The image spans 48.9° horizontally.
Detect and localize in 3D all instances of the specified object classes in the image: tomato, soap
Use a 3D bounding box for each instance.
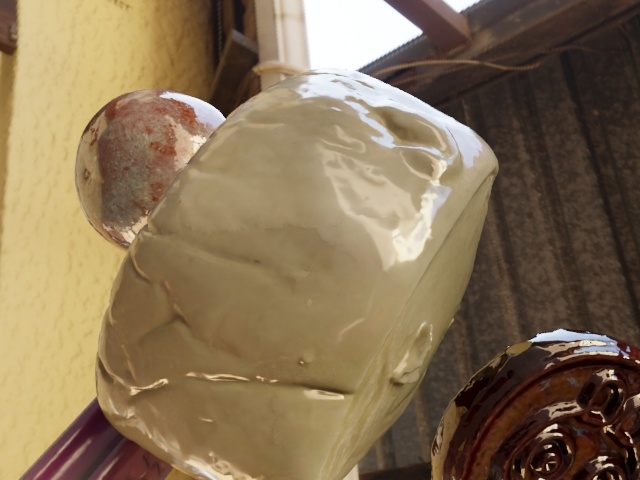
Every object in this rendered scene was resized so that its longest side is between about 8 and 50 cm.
[{"bbox_3d":[-0.288,-0.117,1.278,0.317,0.283,0.316,8,-79,45],"label":"tomato"},{"bbox_3d":[-0.180,0.192,0.624,0.066,0.122,0.203,29,-122,18],"label":"soap"}]

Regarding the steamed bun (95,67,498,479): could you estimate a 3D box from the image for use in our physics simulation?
[{"bbox_3d":[-0.001,-0.001,0.567,0.247,0.383,0.236,27,-42,16],"label":"steamed bun"}]

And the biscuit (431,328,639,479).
[{"bbox_3d":[0.368,0.329,1.067,0.407,0.408,0.091,-63,-161,9],"label":"biscuit"}]
